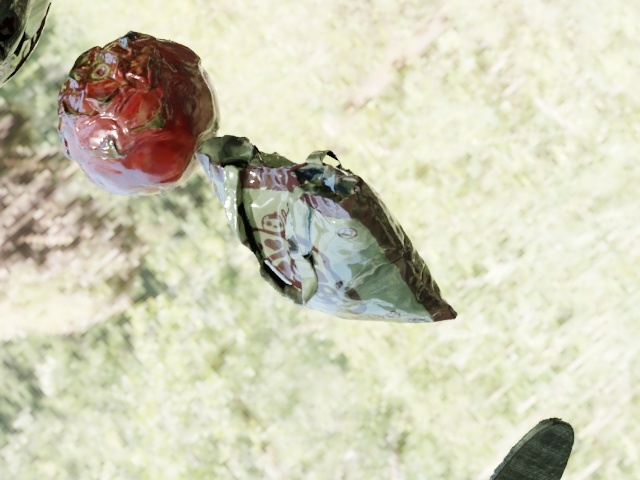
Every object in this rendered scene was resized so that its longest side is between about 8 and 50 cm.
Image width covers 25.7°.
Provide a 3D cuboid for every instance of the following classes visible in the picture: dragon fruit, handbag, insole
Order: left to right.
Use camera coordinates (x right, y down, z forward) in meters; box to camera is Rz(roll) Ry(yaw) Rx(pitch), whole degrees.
[{"bbox_3d":[-0.254,-0.176,1.967,0.241,0.241,0.252,51,146,34],"label":"dragon fruit"},{"bbox_3d":[0.000,0.000,1.349,0.213,0.127,0.235,14,156,36],"label":"handbag"},{"bbox_3d":[0.179,0.320,1.500,0.110,0.309,0.012,26,-169,-42],"label":"insole"}]

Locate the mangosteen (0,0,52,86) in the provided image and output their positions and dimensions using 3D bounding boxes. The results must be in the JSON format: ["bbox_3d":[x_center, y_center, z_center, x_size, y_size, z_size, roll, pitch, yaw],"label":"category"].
[{"bbox_3d":[-0.454,-0.319,1.379,0.421,0.381,0.381,57,-178,5],"label":"mangosteen"}]
